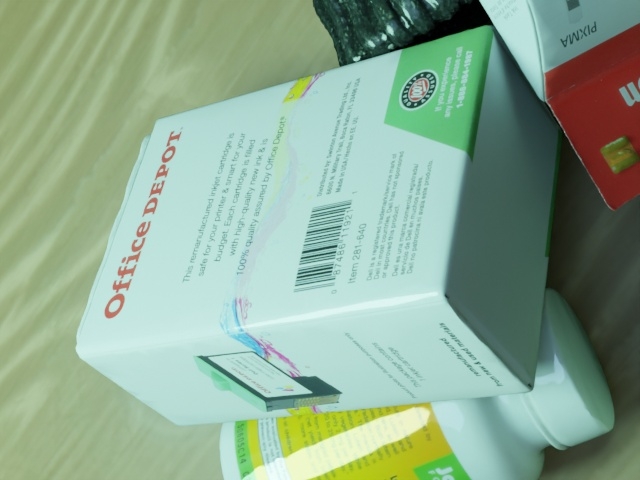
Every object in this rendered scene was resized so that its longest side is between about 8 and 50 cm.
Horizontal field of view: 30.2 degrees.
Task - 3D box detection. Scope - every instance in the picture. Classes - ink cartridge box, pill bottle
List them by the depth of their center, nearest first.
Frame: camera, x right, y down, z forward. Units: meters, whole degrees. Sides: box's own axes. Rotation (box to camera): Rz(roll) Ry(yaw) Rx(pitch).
[{"bbox_3d":[0.194,-0.158,0.725,0.181,0.056,0.225,-29,84,-21],"label":"ink cartridge box"},{"bbox_3d":[0.000,0.000,0.773,0.278,0.117,0.201,-11,50,33],"label":"ink cartridge box"},{"bbox_3d":[0.066,0.127,0.808,0.245,0.136,0.136,-27,81,21],"label":"pill bottle"}]

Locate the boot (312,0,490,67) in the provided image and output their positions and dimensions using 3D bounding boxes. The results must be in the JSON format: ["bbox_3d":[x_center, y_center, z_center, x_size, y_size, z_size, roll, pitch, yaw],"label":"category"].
[{"bbox_3d":[-0.029,-0.213,0.844,0.348,0.131,0.260,-29,93,33],"label":"boot"}]
